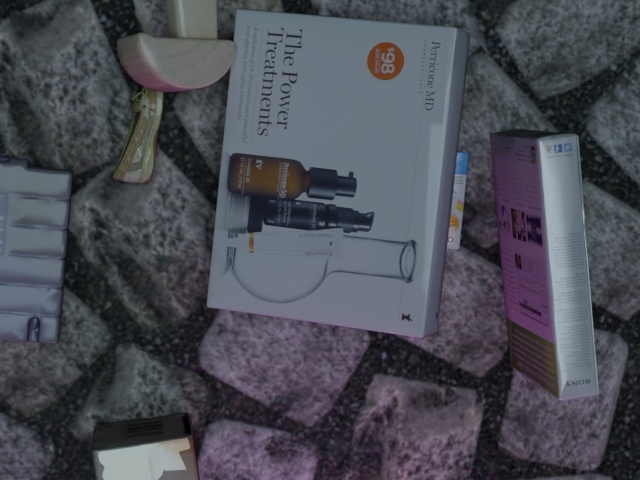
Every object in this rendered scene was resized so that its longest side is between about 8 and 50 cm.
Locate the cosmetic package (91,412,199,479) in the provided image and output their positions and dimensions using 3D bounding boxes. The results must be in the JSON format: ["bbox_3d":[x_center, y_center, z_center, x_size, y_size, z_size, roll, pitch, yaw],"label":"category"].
[{"bbox_3d":[-0.206,0.381,1.955,0.129,0.153,0.296,-7,98,-7],"label":"cosmetic package"}]

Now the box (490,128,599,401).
[{"bbox_3d":[0.280,0.023,1.956,0.058,0.232,0.322,-5,97,-7],"label":"box"}]

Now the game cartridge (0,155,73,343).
[{"bbox_3d":[-0.492,0.002,1.922,0.355,0.068,0.230,5,91,-9],"label":"game cartridge"}]

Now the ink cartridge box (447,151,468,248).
[{"bbox_3d":[0.132,-0.047,1.998,0.092,0.090,0.143,4,94,-9],"label":"ink cartridge box"}]

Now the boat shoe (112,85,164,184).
[{"bbox_3d":[-0.228,-0.148,1.951,0.048,0.056,0.153,7,101,-14],"label":"boat shoe"}]

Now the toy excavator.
[{"bbox_3d":[-0.240,-0.448,1.839,0.445,0.222,0.433,27,79,-25],"label":"toy excavator"}]

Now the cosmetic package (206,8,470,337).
[{"bbox_3d":[0.021,-0.086,1.921,0.284,0.097,0.377,7,94,14],"label":"cosmetic package"}]
